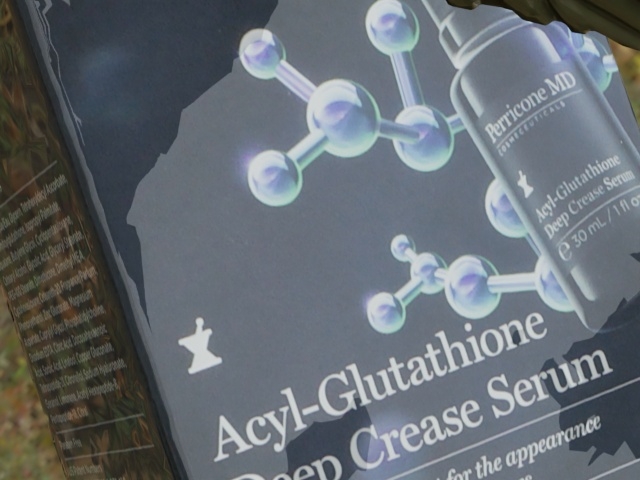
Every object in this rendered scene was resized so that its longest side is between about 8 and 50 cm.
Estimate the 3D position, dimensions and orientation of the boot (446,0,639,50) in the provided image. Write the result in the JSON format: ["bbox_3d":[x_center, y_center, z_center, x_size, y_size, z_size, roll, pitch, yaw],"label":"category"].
[{"bbox_3d":[0.056,-0.182,0.456,0.236,0.089,0.269,20,58,-10],"label":"boot"}]

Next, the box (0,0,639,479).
[{"bbox_3d":[0.000,0.000,0.914,0.294,0.212,0.395,-19,88,-24],"label":"box"}]
